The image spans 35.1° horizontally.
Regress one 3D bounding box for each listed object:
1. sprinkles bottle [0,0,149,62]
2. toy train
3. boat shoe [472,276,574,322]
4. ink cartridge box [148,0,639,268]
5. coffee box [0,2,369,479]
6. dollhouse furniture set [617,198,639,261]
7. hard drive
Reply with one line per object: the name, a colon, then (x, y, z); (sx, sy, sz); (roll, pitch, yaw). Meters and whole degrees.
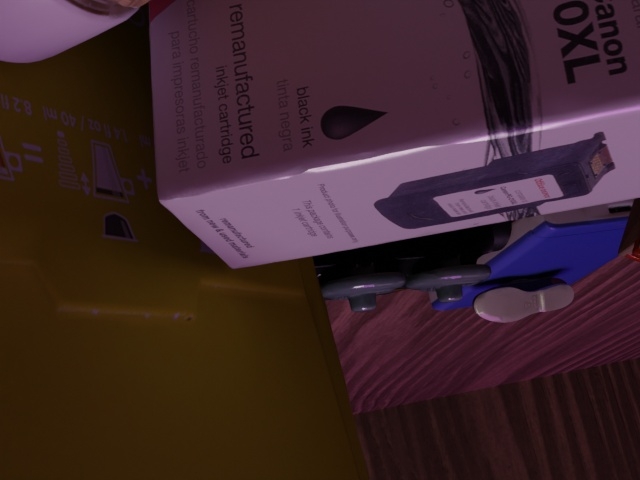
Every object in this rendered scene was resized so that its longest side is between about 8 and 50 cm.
sprinkles bottle: (0.011, -0.178, 0.317); (0.355, 0.121, 0.121); (-21, 162, 23)
toy train: (0.000, 0.000, 0.887); (0.333, 0.142, 0.190); (-6, 174, -29)
boat shoe: (0.255, 0.072, 1.298); (0.137, 0.049, 0.043); (-9, -159, -13)
ink cartridge box: (0.054, -0.099, 0.434); (0.237, 0.172, 0.100); (-10, 160, 11)
coffee box: (-0.218, 0.046, 0.494); (0.334, 0.338, 0.337); (-22, 163, 29)
dollhouse furniture set: (0.413, 0.008, 0.891); (0.259, 0.262, 0.135); (21, 165, 4)
hard drive: (0.294, 0.015, 1.289); (0.210, 0.040, 0.319); (-7, 162, -20)
